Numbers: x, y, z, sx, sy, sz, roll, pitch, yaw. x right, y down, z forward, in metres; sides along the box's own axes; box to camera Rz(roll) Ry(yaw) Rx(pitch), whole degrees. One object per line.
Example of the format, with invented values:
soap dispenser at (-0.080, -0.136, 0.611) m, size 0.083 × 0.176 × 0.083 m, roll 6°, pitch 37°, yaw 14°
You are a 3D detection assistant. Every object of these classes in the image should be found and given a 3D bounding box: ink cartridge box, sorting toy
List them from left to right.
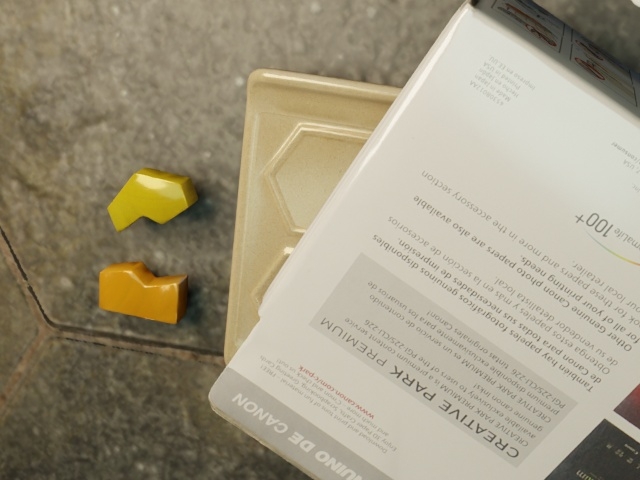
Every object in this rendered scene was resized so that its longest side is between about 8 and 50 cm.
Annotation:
sorting toy at (0.000, 0.000, 0.699) m, size 0.307 × 0.041 × 0.229 m, roll 11°, pitch 111°, yaw 13°
ink cartridge box at (0.136, 0.056, 0.584) m, size 0.309 × 0.130 × 0.272 m, roll 35°, pitch 115°, yaw -1°

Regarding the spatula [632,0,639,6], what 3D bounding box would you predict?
spatula at (0.287, -0.146, 0.504) m, size 0.242 × 0.019 × 0.168 m, roll 19°, pitch 110°, yaw 11°
